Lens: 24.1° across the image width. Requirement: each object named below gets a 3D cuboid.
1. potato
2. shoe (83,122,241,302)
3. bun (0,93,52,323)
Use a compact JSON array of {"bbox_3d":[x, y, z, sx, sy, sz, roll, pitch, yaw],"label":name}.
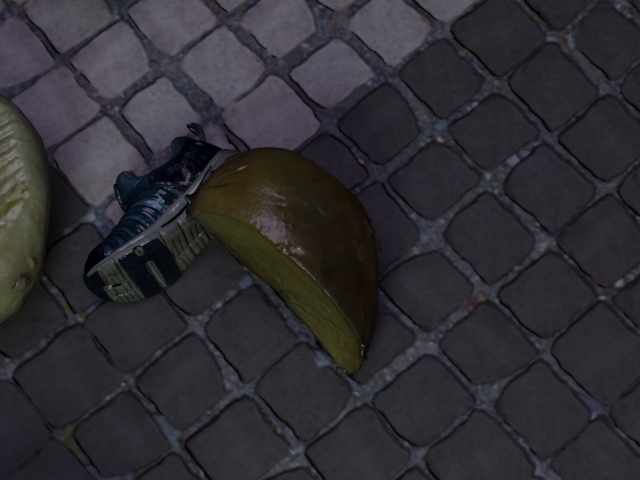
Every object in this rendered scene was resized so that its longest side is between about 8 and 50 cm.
[{"bbox_3d":[0.000,0.000,1.456,0.243,0.098,0.138,46,59,-9],"label":"potato"},{"bbox_3d":[-0.165,-0.027,1.517,0.106,0.091,0.207,34,73,27],"label":"shoe"},{"bbox_3d":[-0.386,-0.022,1.485,0.259,0.160,0.259,5,70,-13],"label":"bun"}]
